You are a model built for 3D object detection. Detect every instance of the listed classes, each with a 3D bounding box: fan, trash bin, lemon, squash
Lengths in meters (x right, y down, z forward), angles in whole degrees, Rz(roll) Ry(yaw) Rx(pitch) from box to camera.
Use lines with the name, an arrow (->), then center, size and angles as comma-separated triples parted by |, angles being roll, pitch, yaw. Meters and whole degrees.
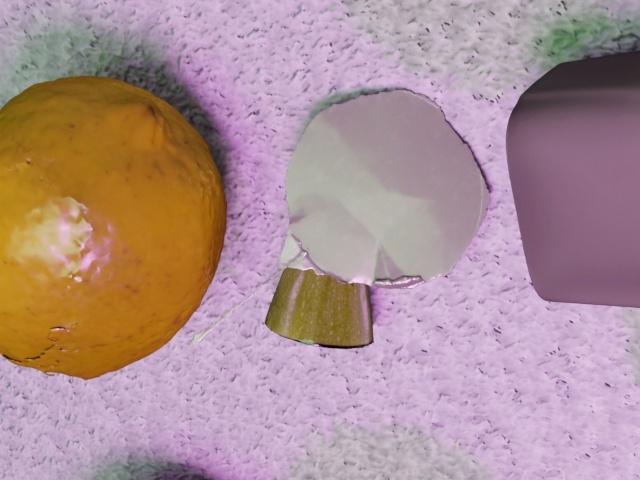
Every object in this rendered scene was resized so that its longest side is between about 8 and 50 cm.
fan -> 0.000, 0.000, 1.224 | 0.310, 0.010, 0.182 | -37, 87, 9
trash bin -> 0.288, -0.051, 1.025 | 0.250, 0.220, 0.219 | 0, 112, 33
lemon -> -0.216, -0.008, 1.254 | 0.253, 0.253, 0.310 | 32, 127, 8
squash -> 0.006, 0.023, 1.271 | 0.105, 0.105, 0.132 | 11, 101, 21
